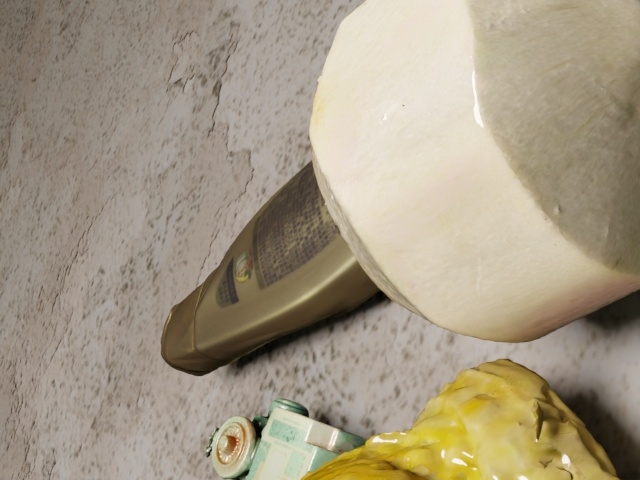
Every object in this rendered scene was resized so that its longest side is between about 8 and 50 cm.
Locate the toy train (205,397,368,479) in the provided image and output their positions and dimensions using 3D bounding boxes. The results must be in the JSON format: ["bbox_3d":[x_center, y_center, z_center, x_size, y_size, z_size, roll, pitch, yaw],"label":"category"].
[{"bbox_3d":[-0.039,0.206,0.966,0.125,0.081,0.194,9,77,55],"label":"toy train"}]

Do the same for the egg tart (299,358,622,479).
[{"bbox_3d":[0.038,0.253,0.743,0.351,0.153,0.339,-49,37,30],"label":"egg tart"}]

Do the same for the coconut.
[{"bbox_3d":[0.117,-0.063,0.765,0.241,0.241,0.241,-37,42,42],"label":"coconut"}]

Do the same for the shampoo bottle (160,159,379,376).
[{"bbox_3d":[0.000,0.000,1.034,0.350,0.084,0.125,-39,39,40],"label":"shampoo bottle"}]
